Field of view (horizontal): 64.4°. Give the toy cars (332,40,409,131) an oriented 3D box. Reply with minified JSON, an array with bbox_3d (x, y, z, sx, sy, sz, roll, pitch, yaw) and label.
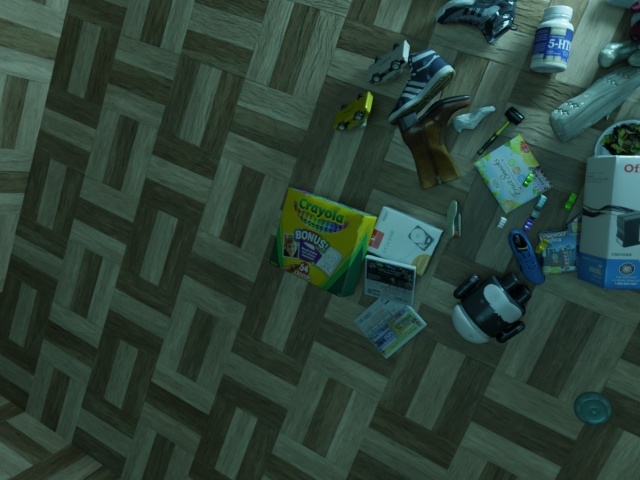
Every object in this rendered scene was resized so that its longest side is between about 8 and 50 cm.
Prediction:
[{"bbox_3d":[0.196,-0.540,1.846,0.087,0.176,0.393,27,110,-30],"label":"toy cars"}]

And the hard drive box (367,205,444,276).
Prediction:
[{"bbox_3d":[0.309,-0.001,1.869,0.232,0.089,0.181,25,103,17],"label":"hard drive box"}]

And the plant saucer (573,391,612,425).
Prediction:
[{"bbox_3d":[0.930,0.576,1.732,0.119,0.021,0.119,2,96,21],"label":"plant saucer"}]

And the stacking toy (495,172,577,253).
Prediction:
[{"bbox_3d":[0.702,-0.091,1.667,0.167,0.052,0.221,30,97,8],"label":"stacking toy"}]

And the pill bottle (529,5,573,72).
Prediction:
[{"bbox_3d":[0.746,-0.643,1.632,0.112,0.112,0.186,9,99,19],"label":"pill bottle"}]

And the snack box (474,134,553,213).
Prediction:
[{"bbox_3d":[0.652,-0.222,1.730,0.174,0.070,0.207,-32,83,19],"label":"snack box"}]

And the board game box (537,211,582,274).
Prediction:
[{"bbox_3d":[0.830,0.007,1.692,0.194,0.060,0.194,-8,92,21],"label":"board game box"}]

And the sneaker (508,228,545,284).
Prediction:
[{"bbox_3d":[0.701,0.060,1.735,0.069,0.082,0.209,-26,87,19],"label":"sneaker"}]

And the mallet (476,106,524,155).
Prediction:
[{"bbox_3d":[0.619,-0.365,1.750,0.062,0.039,0.189,39,111,16],"label":"mallet"}]

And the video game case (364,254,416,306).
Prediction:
[{"bbox_3d":[0.255,0.148,1.877,0.190,0.022,0.173,14,125,23],"label":"video game case"}]

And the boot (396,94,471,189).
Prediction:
[{"bbox_3d":[0.430,-0.338,1.765,0.264,0.096,0.280,-22,103,13],"label":"boot"}]

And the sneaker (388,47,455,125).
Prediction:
[{"bbox_3d":[0.326,-0.549,1.806,0.282,0.099,0.153,-40,71,27],"label":"sneaker"}]

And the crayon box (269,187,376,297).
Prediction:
[{"bbox_3d":[0.000,0.000,1.930,0.363,0.106,0.313,23,104,32],"label":"crayon box"}]

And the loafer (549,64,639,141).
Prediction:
[{"bbox_3d":[0.888,-0.436,1.615,0.319,0.112,0.111,-32,121,16],"label":"loafer"}]

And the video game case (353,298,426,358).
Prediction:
[{"bbox_3d":[0.265,0.315,1.951,0.212,0.023,0.193,-45,80,17],"label":"video game case"}]

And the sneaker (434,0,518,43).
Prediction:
[{"bbox_3d":[0.526,-0.736,1.708,0.269,0.101,0.153,-8,90,18],"label":"sneaker"}]

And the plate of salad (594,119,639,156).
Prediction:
[{"bbox_3d":[0.982,-0.284,1.615,0.200,0.048,0.199,2,96,21],"label":"plate of salad"}]

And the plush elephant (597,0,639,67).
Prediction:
[{"bbox_3d":[0.993,-0.649,1.456,0.330,0.255,0.271,13,95,17],"label":"plush elephant"}]

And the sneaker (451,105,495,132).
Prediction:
[{"bbox_3d":[0.536,-0.423,1.767,0.152,0.054,0.061,-17,94,29],"label":"sneaker"}]

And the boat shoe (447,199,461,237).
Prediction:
[{"bbox_3d":[0.484,-0.076,1.823,0.043,0.049,0.137,0,94,-22],"label":"boat shoe"}]

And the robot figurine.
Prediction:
[{"bbox_3d":[0.584,0.231,1.749,0.278,0.173,0.209,-44,50,18],"label":"robot figurine"}]

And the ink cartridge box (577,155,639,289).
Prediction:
[{"bbox_3d":[0.966,-0.059,1.534,0.285,0.166,0.395,0,97,0],"label":"ink cartridge box"}]
